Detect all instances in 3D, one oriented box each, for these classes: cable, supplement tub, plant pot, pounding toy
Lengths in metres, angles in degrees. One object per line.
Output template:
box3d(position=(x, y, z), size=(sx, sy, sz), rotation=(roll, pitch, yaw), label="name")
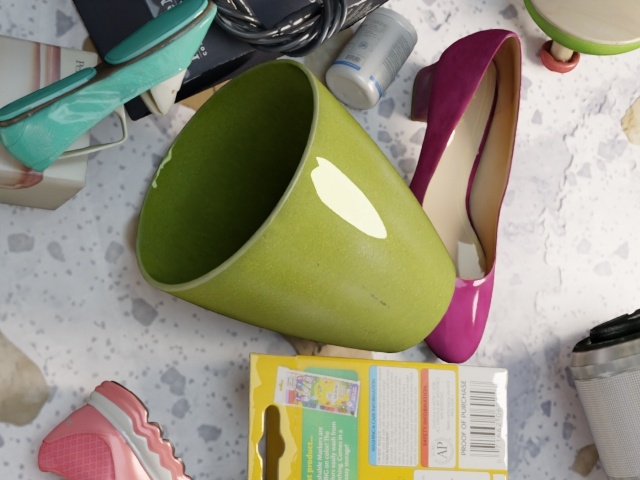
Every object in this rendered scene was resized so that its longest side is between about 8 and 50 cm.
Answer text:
box3d(position=(-0.060, -0.269, 1.547), size=(0.184, 0.047, 0.151), rotation=(10, 82, -26), label="cable")
box3d(position=(0.060, -0.214, 1.772), size=(0.071, 0.071, 0.107), rotation=(41, 66, -13), label="supplement tub")
box3d(position=(0.000, 0.000, 1.621), size=(0.293, 0.274, 0.275), rotation=(35, 67, -32), label="plant pot")
box3d(position=(0.326, -0.297, 1.910), size=(0.183, 0.110, 0.237), rotation=(-6, 54, -15), label="pounding toy")

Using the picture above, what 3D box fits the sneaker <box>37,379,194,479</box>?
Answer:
box3d(position=(-0.178, 0.304, 1.560), size=(0.136, 0.116, 0.314), rotation=(-35, 89, -16), label="sneaker")

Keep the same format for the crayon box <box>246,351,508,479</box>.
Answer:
box3d(position=(0.053, 0.236, 1.679), size=(0.323, 0.083, 0.203), rotation=(6, 78, -25), label="crayon box")

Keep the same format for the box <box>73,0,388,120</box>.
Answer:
box3d(position=(-0.126, -0.358, 1.651), size=(0.312, 0.179, 0.343), rotation=(-27, 92, -27), label="box")

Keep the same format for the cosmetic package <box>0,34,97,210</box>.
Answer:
box3d(position=(-0.387, -0.132, 1.514), size=(0.296, 0.129, 0.153), rotation=(7, 78, -24), label="cosmetic package")

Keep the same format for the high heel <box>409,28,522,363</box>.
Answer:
box3d(position=(0.172, -0.052, 1.731), size=(0.127, 0.181, 0.377), rotation=(-1, 81, -25), label="high heel")

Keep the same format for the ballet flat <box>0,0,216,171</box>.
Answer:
box3d(position=(-0.197, -0.146, 1.475), size=(0.247, 0.083, 0.087), rotation=(-32, 115, -9), label="ballet flat")

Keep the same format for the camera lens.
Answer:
box3d(position=(0.432, 0.213, 1.784), size=(0.219, 0.219, 0.274), rotation=(-18, 89, -27), label="camera lens")
